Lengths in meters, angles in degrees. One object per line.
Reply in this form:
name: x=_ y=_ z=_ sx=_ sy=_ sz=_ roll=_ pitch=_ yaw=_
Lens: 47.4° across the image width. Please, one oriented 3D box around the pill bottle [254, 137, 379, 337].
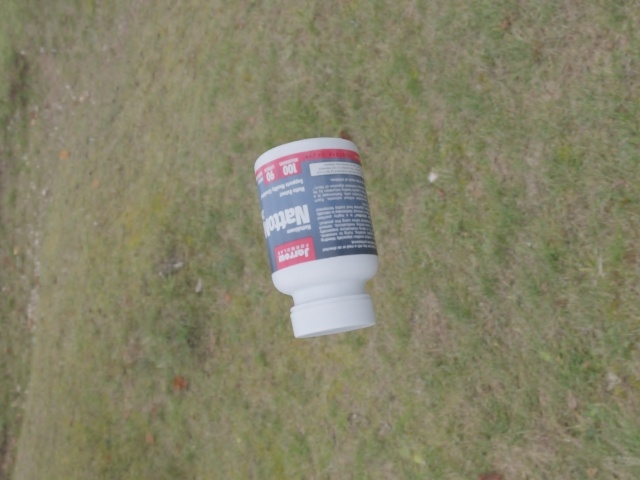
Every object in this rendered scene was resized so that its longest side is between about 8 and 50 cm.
pill bottle: x=0.000 y=0.000 z=0.719 sx=0.108 sy=0.107 sz=0.180 roll=-24 pitch=73 yaw=53
